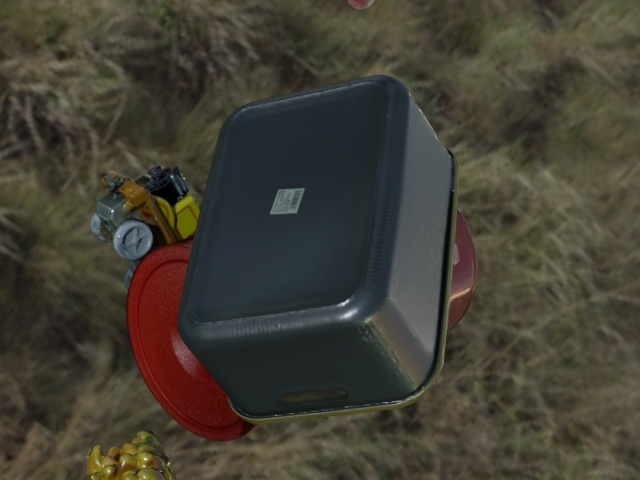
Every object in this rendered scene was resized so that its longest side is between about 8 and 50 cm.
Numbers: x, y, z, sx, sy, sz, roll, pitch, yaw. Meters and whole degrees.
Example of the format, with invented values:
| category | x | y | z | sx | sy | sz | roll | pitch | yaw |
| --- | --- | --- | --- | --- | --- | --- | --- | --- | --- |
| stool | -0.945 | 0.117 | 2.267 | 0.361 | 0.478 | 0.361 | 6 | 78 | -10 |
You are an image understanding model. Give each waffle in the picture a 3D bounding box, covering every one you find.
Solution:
| category | x | y | z | sx | sy | sz | roll | pitch | yaw |
| --- | --- | --- | --- | --- | --- | --- | --- | --- | --- |
| waffle | -0.124 | 0.248 | 0.999 | 0.197 | 0.070 | 0.193 | -130 | -159 | -71 |

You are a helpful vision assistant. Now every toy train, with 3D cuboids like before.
| category | x | y | z | sx | sy | sz | roll | pitch | yaw |
| --- | --- | --- | --- | --- | --- | --- | --- | --- | --- |
| toy train | -0.163 | 0.000 | 1.419 | 0.089 | 0.127 | 0.219 | 23 | -34 | 56 |

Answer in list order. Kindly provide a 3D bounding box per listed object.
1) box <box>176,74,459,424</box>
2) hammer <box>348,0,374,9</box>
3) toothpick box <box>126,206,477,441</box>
| category | x | y | z | sx | sy | sz | roll | pitch | yaw |
| --- | --- | --- | --- | --- | --- | --- | --- | --- | --- |
| box | 0.000 | 0.000 | 0.797 | 0.090 | 0.144 | 0.201 | 56 | 35 | -44 |
| hammer | 0.061 | -0.280 | 1.368 | 0.031 | 0.083 | 0.052 | 34 | 40 | -19 |
| toothpick box | -0.012 | 0.057 | 1.367 | 0.333 | 0.204 | 0.204 | -22 | 66 | -46 |
